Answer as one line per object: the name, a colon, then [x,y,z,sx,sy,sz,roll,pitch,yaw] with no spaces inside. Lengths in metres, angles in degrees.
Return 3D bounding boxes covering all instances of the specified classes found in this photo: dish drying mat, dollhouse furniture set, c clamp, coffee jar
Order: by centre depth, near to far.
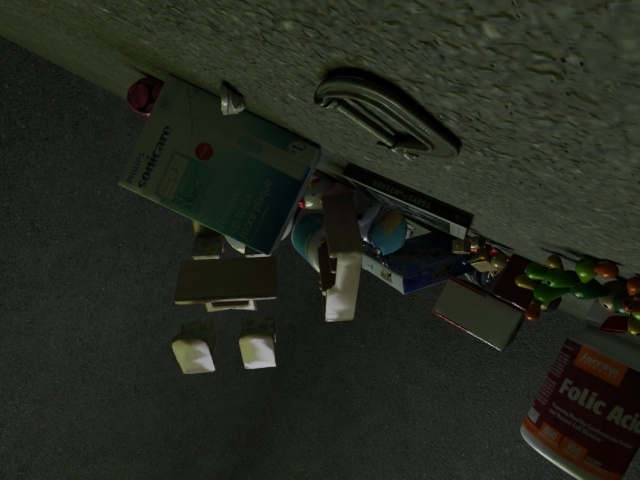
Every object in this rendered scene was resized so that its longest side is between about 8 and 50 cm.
c clamp: [0.053,-0.105,0.384,0.161,0.022,0.137,22,-175,-43]
dish drying mat: [0.438,0.124,0.617,0.032,0.008,0.083,1,-174,42]
dollhouse furniture set: [-0.121,0.057,0.930,0.395,0.256,0.361,-3,-134,-5]
coffee jar: [0.685,0.167,1.376,0.185,0.078,0.096,26,-177,11]

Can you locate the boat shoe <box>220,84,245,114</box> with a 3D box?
boat shoe: [-0.128,-0.203,0.614,0.035,0.035,0.100,-3,-176,-9]

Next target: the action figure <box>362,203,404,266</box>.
action figure: [0.165,-0.024,1.220,0.141,0.163,0.276,-24,-163,-20]

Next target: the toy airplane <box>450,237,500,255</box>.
toy airplane: [0.392,0.020,1.039,0.151,0.028,0.151,24,-176,-2]

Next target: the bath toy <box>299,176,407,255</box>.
bath toy: [0.063,-0.084,1.086,0.129,0.151,0.348,-20,-146,-29]

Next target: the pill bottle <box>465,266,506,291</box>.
pill bottle: [0.531,0.104,1.357,0.094,0.094,0.169,25,-177,-10]

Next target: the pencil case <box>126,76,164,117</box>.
pencil case: [-0.355,-0.302,0.959,0.098,0.095,0.209,42,-177,5]

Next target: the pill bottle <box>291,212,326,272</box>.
pill bottle: [0.000,0.000,1.256,0.146,0.146,0.264,24,-173,-27]

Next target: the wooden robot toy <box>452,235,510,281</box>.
wooden robot toy: [0.366,0.030,0.900,0.173,0.076,0.079,32,156,-30]

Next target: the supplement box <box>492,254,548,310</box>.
supplement box: [0.473,0.103,1.001,0.081,0.104,0.188,28,-176,24]

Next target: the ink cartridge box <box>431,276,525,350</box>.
ink cartridge box: [0.458,0.200,1.178,0.197,0.114,0.273,29,-174,30]

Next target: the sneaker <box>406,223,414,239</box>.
sneaker: [0.297,-0.024,1.571,0.090,0.094,0.235,29,-177,27]

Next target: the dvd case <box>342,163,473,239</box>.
dvd case: [0.171,-0.071,0.805,0.239,0.029,0.179,26,-177,18]

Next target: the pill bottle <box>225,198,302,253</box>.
pill bottle: [-0.174,-0.109,1.350,0.210,0.210,0.362,25,-154,-4]

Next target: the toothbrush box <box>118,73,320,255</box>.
toothbrush box: [-0.176,-0.133,0.781,0.296,0.216,0.126,27,-178,0]

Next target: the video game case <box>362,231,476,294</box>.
video game case: [0.295,0.056,1.252,0.270,0.061,0.244,-15,-162,-18]

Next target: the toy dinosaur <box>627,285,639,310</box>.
toy dinosaur: [0.343,0.058,0.361,0.112,0.064,0.212,27,-177,37]

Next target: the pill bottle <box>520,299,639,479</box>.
pill bottle: [0.677,0.359,1.009,0.224,0.391,0.224,25,-177,-1]

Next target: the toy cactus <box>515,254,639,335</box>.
toy cactus: [0.410,0.085,0.618,0.181,0.112,0.219,14,176,-15]
